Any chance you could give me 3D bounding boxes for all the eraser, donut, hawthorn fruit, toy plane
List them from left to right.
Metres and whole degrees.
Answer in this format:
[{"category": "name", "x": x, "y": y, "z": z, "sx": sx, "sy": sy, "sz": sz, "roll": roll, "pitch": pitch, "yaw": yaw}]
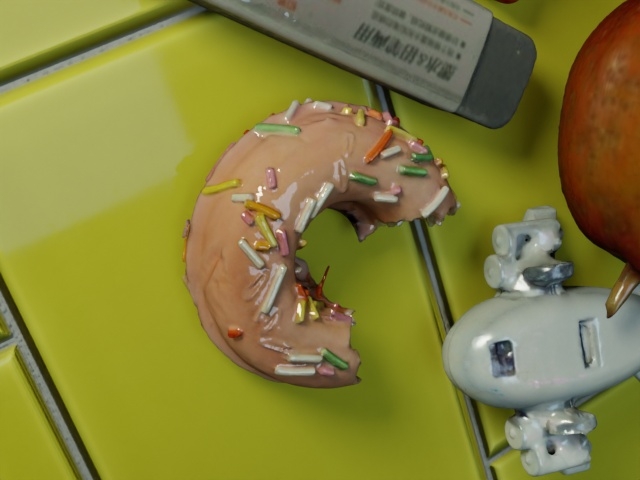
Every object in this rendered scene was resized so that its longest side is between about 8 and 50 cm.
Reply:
[{"category": "donut", "x": 0.000, "y": 0.000, "z": 0.760, "sx": 0.199, "sy": 0.085, "sz": 0.232, "roll": 29, "pitch": 87, "yaw": -31}, {"category": "eraser", "x": 0.014, "y": -0.176, "z": 0.731, "sx": 0.352, "sy": 0.061, "sz": 0.089, "roll": 19, "pitch": 93, "yaw": -32}, {"category": "toy plane", "x": 0.213, "y": 0.089, "z": 0.890, "sx": 0.245, "sy": 0.117, "sz": 0.244, "roll": 1, "pitch": 87, "yaw": -24}, {"category": "hawthorn fruit", "x": 0.316, "y": -0.061, "z": 0.817, "sx": 0.277, "sy": 0.277, "sz": 0.298, "roll": 30, "pitch": 91, "yaw": -32}]

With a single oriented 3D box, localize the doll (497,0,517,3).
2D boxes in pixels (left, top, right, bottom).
[{"category": "doll", "x": 0.178, "y": -0.312, "z": 0.777, "sx": 0.142, "sy": 0.076, "sz": 0.245, "roll": 24, "pitch": 95, "yaw": -33}]
